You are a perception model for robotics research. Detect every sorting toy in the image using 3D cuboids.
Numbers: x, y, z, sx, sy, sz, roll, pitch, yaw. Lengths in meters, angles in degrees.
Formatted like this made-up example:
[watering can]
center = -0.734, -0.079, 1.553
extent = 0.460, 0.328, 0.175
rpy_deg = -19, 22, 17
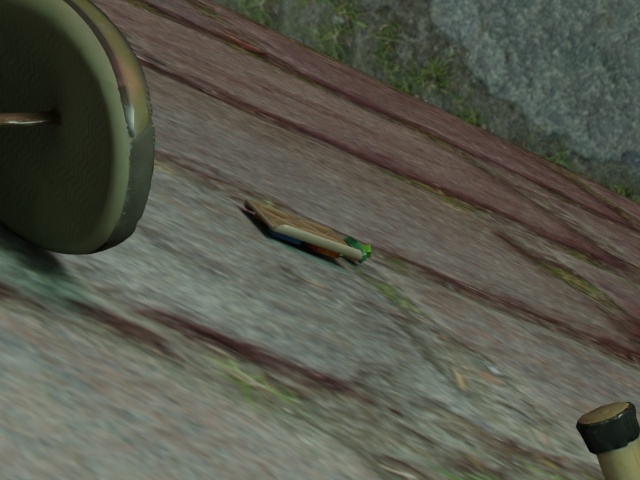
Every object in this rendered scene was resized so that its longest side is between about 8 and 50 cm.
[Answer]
[sorting toy]
center = 0.000, 0.000, 1.130
extent = 0.083, 0.012, 0.062
rpy_deg = 20, 7, -25

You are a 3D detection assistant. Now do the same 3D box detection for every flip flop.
[flip flop]
center = -0.177, -0.076, 0.799
extent = 0.277, 0.112, 0.080
rpy_deg = 34, 37, 23

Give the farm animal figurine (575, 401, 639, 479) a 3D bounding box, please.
[farm animal figurine]
center = 0.226, 0.133, 0.510
extent = 0.326, 0.172, 0.330
rpy_deg = -14, 12, 0
